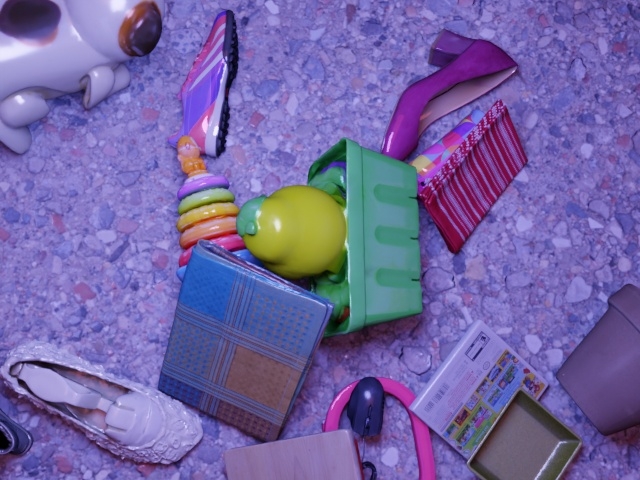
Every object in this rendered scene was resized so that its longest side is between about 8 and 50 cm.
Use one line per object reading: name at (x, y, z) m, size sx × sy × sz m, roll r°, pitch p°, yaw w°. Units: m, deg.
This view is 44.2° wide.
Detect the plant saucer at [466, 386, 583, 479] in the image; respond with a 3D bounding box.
plant saucer at (0.392, 0.411, 1.542) m, size 0.188 × 0.045 × 0.188 m, roll 40°, pitch 79°, yaw -12°

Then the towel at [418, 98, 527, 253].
towel at (0.317, -0.124, 1.596) m, size 0.031 × 0.199 × 0.275 m, roll 29°, pitch 73°, yaw 42°

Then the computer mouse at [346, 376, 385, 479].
computer mouse at (0.083, 0.380, 1.498) m, size 0.071 × 0.041 × 0.242 m, roll 6°, pitch 79°, yaw -6°

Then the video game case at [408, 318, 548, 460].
video game case at (0.315, 0.307, 1.558) m, size 0.206 × 0.026 × 0.227 m, roll 42°, pitch 78°, yaw -12°

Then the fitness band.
fitness band at (0.114, 0.415, 1.543) m, size 0.208 × 0.054 × 0.291 m, roll -8°, pitch 81°, yaw -8°

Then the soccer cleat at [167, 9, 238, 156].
soccer cleat at (-0.239, -0.333, 1.637) m, size 0.116 × 0.108 × 0.318 m, roll 7°, pitch 81°, yaw 2°

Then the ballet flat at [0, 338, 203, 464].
ballet flat at (-0.423, 0.314, 1.487) m, size 0.408 × 0.147 × 0.147 m, roll 23°, pitch 79°, yaw 0°

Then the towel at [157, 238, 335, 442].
towel at (-0.148, 0.194, 1.442) m, size 0.271 × 0.370 × 0.040 m, roll 25°, pitch 34°, yaw 7°

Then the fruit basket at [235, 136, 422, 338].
fruit basket at (0.000, 0.000, 1.492) m, size 0.391 × 0.283 × 0.392 m, roll 4°, pitch 78°, yaw -18°

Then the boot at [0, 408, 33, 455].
boot at (-0.617, 0.336, 1.430) m, size 0.189 × 0.208 × 0.076 m, roll 24°, pitch 78°, yaw 1°

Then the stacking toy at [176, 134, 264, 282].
stacking toy at (-0.225, -0.067, 1.549) m, size 0.165 × 0.175 × 0.302 m, roll -16°, pitch 80°, yaw -4°

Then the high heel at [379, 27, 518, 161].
high heel at (0.262, -0.273, 1.636) m, size 0.181 × 0.127 × 0.377 m, roll 26°, pitch 75°, yaw 12°

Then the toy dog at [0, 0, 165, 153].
toy dog at (-0.494, -0.411, 1.500) m, size 0.407 × 0.395 × 0.285 m, roll -23°, pitch 72°, yaw 1°

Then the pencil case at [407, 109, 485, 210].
pencil case at (0.268, -0.170, 1.638) m, size 0.236 × 0.104 × 0.104 m, roll -41°, pitch 84°, yaw -11°

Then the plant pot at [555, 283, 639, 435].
plant pot at (0.592, 0.254, 1.520) m, size 0.229 × 0.263 × 0.263 m, roll -40°, pitch 84°, yaw 8°

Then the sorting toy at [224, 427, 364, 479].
sorting toy at (-0.027, 0.492, 1.460) m, size 0.255 × 0.089 × 0.257 m, roll -15°, pitch 81°, yaw 20°
